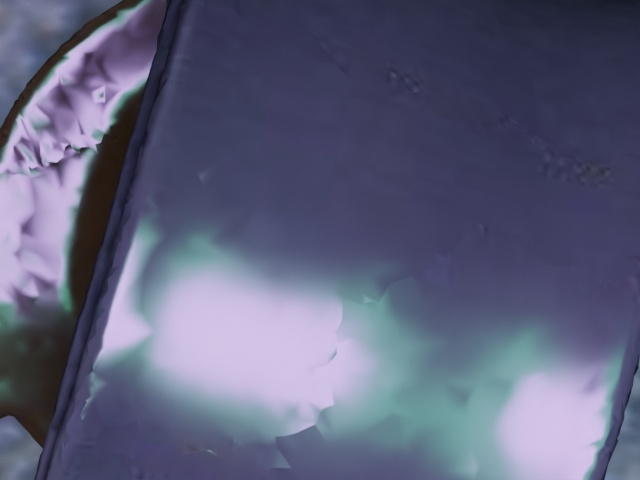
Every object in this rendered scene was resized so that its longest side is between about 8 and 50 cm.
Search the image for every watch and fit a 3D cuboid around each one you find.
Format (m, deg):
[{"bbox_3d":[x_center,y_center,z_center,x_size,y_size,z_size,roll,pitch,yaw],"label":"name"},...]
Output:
[{"bbox_3d":[0.000,0.000,0.690,0.314,0.327,0.335,17,96,-7],"label":"watch"}]
